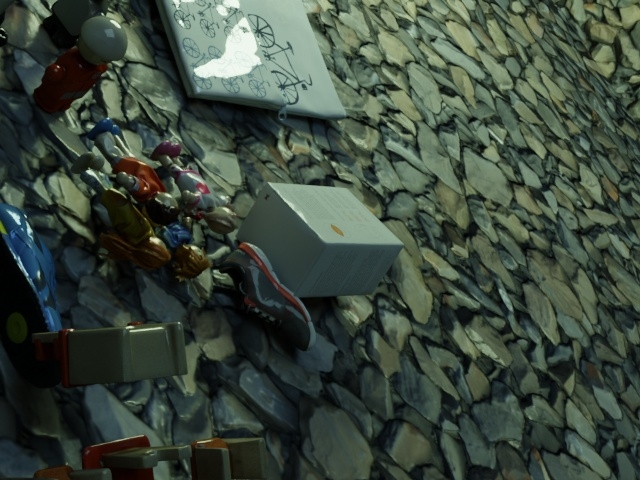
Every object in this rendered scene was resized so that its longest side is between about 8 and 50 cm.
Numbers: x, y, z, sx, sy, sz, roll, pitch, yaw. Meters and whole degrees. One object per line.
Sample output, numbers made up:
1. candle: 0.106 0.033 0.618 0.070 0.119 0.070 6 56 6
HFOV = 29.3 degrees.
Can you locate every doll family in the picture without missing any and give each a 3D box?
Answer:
1. doll family: -0.196 -0.030 1.430 0.163 0.118 0.263 52 13 15

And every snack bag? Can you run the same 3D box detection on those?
1. snack bag: -0.111 -0.328 1.860 0.342 0.037 0.323 5 57 -47

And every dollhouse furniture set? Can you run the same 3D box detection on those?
1. dollhouse furniture set: -0.187 0.207 1.137 0.262 0.135 0.259 -1 85 -52

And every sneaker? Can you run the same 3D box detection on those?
1. sneaker: -0.071 0.081 1.514 0.065 0.061 0.158 -35 84 -31
2. sneaker: -0.289 0.051 1.242 0.082 0.069 0.209 2 55 -55

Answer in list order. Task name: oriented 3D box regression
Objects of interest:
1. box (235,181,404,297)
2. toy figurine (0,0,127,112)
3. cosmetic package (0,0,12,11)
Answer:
1. box: 0.000 0.000 1.603 0.170 0.091 0.130 1 38 -50
2. toy figurine: -0.335 -0.285 1.462 0.213 0.148 0.209 30 37 -28
3. cosmetic package: -0.429 -0.304 1.261 0.224 0.224 0.138 51 24 -11
